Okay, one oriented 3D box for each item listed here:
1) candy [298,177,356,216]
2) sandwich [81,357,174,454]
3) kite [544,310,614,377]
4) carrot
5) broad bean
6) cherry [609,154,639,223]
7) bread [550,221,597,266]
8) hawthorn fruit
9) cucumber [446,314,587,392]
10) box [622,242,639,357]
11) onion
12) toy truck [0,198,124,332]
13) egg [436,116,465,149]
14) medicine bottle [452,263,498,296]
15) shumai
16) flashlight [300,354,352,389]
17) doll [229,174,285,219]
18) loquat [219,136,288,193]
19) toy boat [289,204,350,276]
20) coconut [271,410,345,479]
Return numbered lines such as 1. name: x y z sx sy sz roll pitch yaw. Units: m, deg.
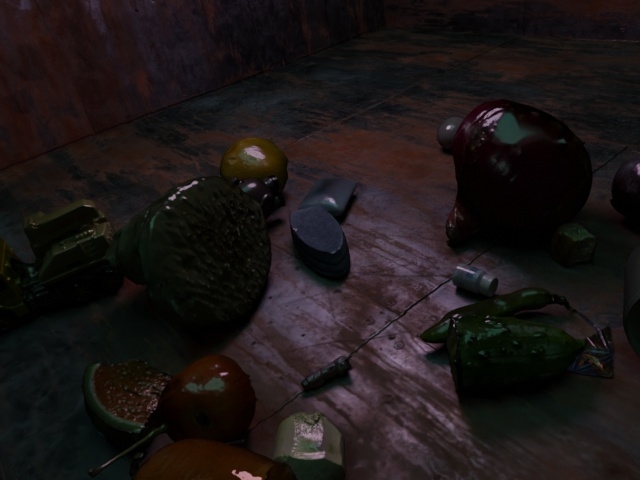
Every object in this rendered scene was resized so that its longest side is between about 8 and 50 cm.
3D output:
1. candy: 0.022 -0.129 1.553 0.137 0.071 0.174 2 34 21
2. sandwich: -0.372 0.307 1.009 0.234 0.079 0.159 16 31 30
3. kite: 0.471 0.197 0.970 0.182 0.010 0.160 -20 33 -13
4. carrot: -0.160 0.371 0.719 0.330 0.193 0.214 0 58 23
5. broad bean: 0.342 0.142 1.042 0.324 0.067 0.075 -17 41 -6
6. cherry: 0.776 -0.119 1.219 0.194 0.195 0.195 -8 33 5
7. bread: 0.562 0.007 1.181 0.076 0.070 0.083 -12 30 -3
8. hawthorn fruit: -0.239 0.307 0.876 0.285 0.165 0.165 -28 36 -30
9. cucumber: 0.344 0.193 0.923 0.244 0.134 0.134 -5 33 3
10. box: 0.627 0.103 0.867 0.226 0.226 0.149 7 37 26
11. onion: 0.436 -0.138 1.273 0.385 0.347 0.348 -46 32 11
12. toy truck: -0.701 0.055 1.337 0.404 0.254 0.181 -22 38 -11
13. egg: 0.440 -0.355 1.745 0.103 0.103 0.135 16 39 35
14. medicine bottle: 0.334 0.086 1.144 0.089 0.052 0.052 22 45 40
15. shumai: -0.329 0.036 1.235 0.323 0.324 0.397 -9 24 31
16. flashlight: 0.015 0.253 1.006 0.110 0.052 0.031 -27 71 -13
17. doll: -0.231 -0.099 1.485 0.257 0.182 0.117 -23 21 -13
18. loquat: -0.218 -0.201 1.618 0.213 0.214 0.246 20 43 39
19. toy boat: 0.000 0.000 1.359 0.127 0.078 0.283 -15 31 -12
20. coconut: -0.019 0.337 0.812 0.116 0.116 0.122 -7 32 6
